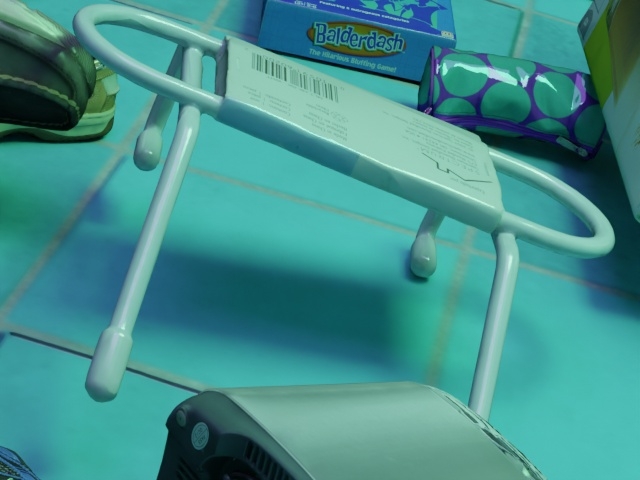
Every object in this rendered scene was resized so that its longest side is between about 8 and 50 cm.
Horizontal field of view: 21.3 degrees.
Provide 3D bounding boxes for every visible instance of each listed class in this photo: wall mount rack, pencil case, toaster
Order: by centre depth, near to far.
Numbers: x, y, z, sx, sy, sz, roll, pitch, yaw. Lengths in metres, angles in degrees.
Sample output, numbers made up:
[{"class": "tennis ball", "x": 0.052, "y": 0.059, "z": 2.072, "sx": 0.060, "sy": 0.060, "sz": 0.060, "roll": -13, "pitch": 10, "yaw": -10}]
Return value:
[{"class": "toaster", "x": 0.031, "y": 0.153, "z": 0.747, "sx": 0.146, "sy": 0.129, "sz": 0.227, "roll": -6, "pitch": 33, "yaw": -36}, {"class": "wall mount rack", "x": 0.000, "y": 0.000, "z": 0.978, "sx": 0.350, "sy": 0.130, "sz": 0.304, "roll": 21, "pitch": 24, "yaw": -12}, {"class": "pencil case", "x": 0.151, "y": -0.106, "z": 1.320, "sx": 0.152, "sy": 0.064, "sz": 0.070, "roll": 10, "pitch": 57, "yaw": -7}]

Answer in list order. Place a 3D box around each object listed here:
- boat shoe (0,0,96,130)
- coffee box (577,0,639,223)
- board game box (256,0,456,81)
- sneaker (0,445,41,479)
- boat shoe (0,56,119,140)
[{"class": "boat shoe", "x": -0.315, "y": -0.092, "z": 1.025, "sx": 0.355, "sy": 0.130, "sz": 0.132, "roll": 7, "pitch": -16, "yaw": 2}, {"class": "coffee box", "x": 0.425, "y": -0.155, "z": 1.194, "sx": 0.338, "sy": 0.337, "sz": 0.334, "roll": 23, "pitch": 27, "yaw": -11}, {"class": "board game box", "x": 0.031, "y": -0.210, "z": 1.465, "sx": 0.160, "sy": 0.047, "sz": 0.210, "roll": 11, "pitch": 28, "yaw": -6}, {"class": "sneaker", "x": -0.185, "y": 0.119, "z": 0.774, "sx": 0.221, "sy": 0.083, "sz": 0.087, "roll": 30, "pitch": 18, "yaw": 15}, {"class": "boat shoe", "x": -0.225, "y": -0.108, "z": 1.141, "sx": 0.190, "sy": 0.072, "sz": 0.068, "roll": -8, "pitch": 36, "yaw": -34}]
